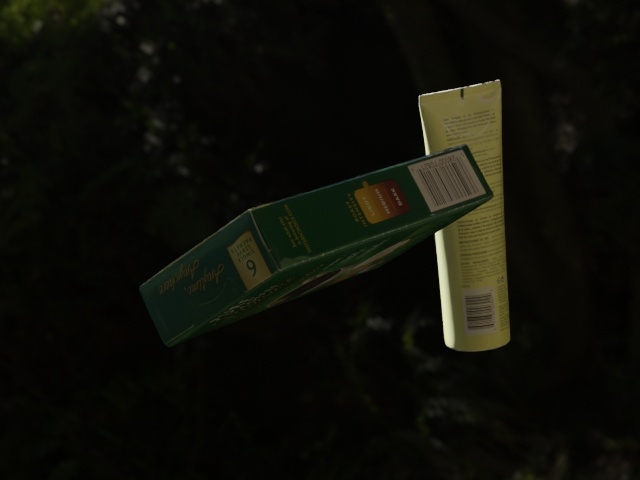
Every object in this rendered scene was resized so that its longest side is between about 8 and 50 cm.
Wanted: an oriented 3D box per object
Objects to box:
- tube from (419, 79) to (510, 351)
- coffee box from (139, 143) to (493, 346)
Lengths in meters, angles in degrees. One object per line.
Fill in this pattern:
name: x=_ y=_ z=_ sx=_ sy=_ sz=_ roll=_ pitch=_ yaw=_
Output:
tube: x=0.135 y=-0.021 z=1.630 sx=0.070 sy=0.062 sz=0.240 roll=-47 pitch=-47 yaw=-68
coffee box: x=0.000 y=0.000 z=1.008 sx=0.184 sy=0.040 sz=0.113 roll=-20 pitch=-9 yaw=-43
